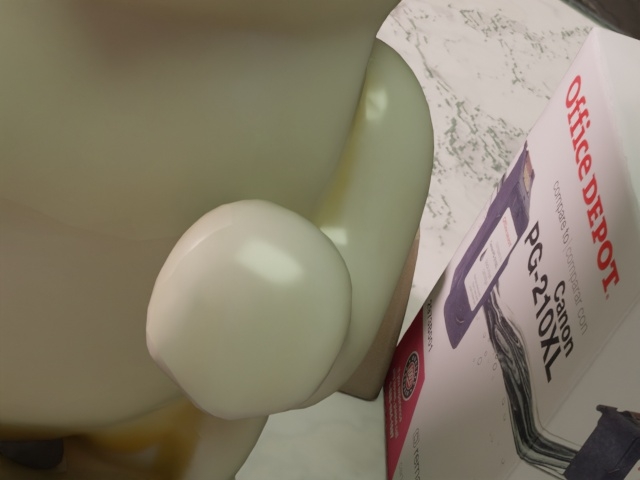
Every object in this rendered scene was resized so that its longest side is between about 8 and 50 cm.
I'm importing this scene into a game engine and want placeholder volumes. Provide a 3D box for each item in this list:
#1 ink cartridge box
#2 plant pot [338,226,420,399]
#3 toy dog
[{"bbox_3d":[0.119,0.052,0.620,0.100,0.237,0.172,17,38,-13],"label":"ink cartridge box"},{"bbox_3d":[0.000,0.000,0.725,0.109,0.096,0.109,19,38,-12],"label":"plant pot"},{"bbox_3d":[-0.071,-0.074,0.511,0.284,0.408,0.395,24,38,-5],"label":"toy dog"}]
